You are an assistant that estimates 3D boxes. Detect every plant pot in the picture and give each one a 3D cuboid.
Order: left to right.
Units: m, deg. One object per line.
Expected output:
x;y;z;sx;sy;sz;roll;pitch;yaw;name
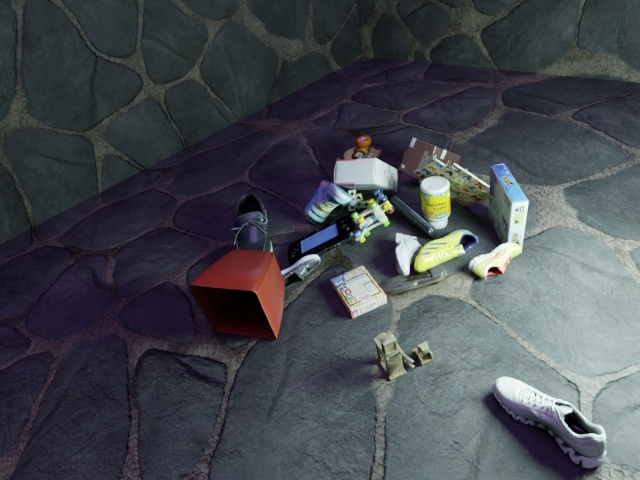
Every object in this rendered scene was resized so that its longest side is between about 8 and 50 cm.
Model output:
-0.272;0.177;1.566;0.266;0.268;0.236;3;43;20;plant pot

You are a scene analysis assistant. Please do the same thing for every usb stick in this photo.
0.403;-0.105;1.838;0.045;0.077;0.278;-48;50;10;usb stick

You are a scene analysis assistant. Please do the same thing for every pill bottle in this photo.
0.487;-0.155;1.788;0.117;0.209;0.118;-10;38;8;pill bottle

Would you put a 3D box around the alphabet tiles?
0.548;-0.237;1.781;0.011;0.285;0.342;-60;7;-8;alphabet tiles

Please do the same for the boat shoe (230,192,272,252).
-0.327;-0.047;1.965;0.186;0.156;0.500;-11;39;1;boat shoe

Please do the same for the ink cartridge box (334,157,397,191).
0.219;-0.299;1.992;0.207;0.117;0.283;3;-1;30;ink cartridge box

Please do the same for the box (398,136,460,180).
0.518;-0.372;2.020;0.203;0.169;0.167;6;23;-39;box

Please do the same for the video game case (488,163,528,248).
0.722;-0.124;1.648;0.061;0.245;0.270;-7;39;8;video game case

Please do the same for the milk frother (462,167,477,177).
0.646;-0.267;1.988;0.134;0.129;0.143;-15;-5;-1;milk frother

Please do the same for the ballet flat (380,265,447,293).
0.349;0.158;1.580;0.249;0.058;0.084;-18;34;3;ballet flat

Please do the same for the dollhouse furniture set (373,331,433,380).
0.253;0.311;1.308;0.160;0.182;0.101;-22;38;-9;dollhouse furniture set

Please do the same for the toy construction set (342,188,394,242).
0.213;-0.133;1.920;0.215;0.151;0.328;-36;31;10;toy construction set

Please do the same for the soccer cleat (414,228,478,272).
0.485;0.039;1.635;0.289;0.094;0.121;-30;27;-22;soccer cleat

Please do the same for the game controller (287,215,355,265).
0.000;0.000;1.815;0.319;0.067;0.167;-27;39;11;game controller

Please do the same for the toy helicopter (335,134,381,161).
0.242;-0.409;2.251;0.234;0.140;0.355;-29;43;-15;toy helicopter

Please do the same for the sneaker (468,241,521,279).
0.656;0.083;1.557;0.208;0.082;0.094;-26;46;-4;sneaker

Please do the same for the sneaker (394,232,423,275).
0.353;0.048;1.683;0.115;0.091;0.232;-2;40;10;sneaker

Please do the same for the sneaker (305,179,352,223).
0.029;-0.156;1.946;0.208;0.127;0.319;-56;15;4;sneaker

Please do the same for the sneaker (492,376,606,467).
0.587;0.439;1.097;0.110;0.118;0.292;-36;41;-23;sneaker

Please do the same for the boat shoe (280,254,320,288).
-0.094;0.138;1.723;0.228;0.080;0.076;-25;45;-11;boat shoe

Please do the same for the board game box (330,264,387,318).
0.142;0.190;1.605;0.146;0.045;0.193;-22;39;-10;board game box
